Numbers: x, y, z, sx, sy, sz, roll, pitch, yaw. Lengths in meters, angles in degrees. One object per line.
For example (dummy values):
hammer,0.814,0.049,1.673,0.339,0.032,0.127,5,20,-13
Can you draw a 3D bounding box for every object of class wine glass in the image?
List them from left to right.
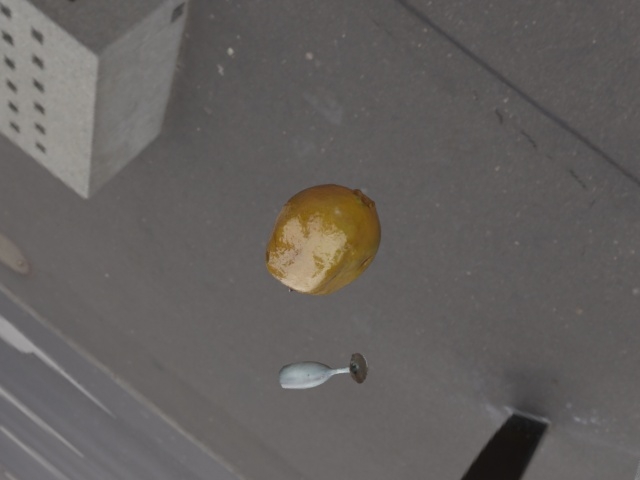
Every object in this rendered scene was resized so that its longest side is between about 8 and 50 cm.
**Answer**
wine glass,0.002,0.274,1.569,0.198,0.066,0.066,-14,121,38

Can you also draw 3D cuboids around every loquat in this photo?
loquat,0.000,0.000,1.306,0.187,0.176,0.234,14,130,-36

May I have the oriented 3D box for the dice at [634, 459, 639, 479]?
dice,0.557,0.327,0.935,0.251,0.259,0.243,12,113,46
